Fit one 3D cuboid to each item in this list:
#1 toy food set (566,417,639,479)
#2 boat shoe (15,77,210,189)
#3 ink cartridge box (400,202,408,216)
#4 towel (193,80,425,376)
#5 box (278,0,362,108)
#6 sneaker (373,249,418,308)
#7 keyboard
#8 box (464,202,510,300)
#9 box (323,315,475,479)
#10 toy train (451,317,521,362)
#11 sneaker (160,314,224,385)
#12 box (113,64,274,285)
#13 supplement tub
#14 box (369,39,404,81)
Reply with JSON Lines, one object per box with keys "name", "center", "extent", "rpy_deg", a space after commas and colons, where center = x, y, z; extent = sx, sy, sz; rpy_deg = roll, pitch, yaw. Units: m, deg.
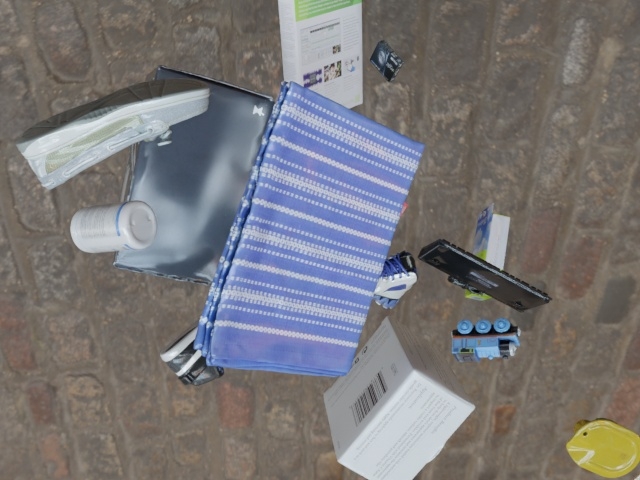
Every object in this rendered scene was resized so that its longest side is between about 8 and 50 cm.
{"name": "toy food set", "center": [0.664, 0.474, 1.449], "extent": [0.217, 0.071, 0.128], "rpy_deg": [27, 101, -11]}
{"name": "boat shoe", "center": [-0.329, -0.183, 1.036], "extent": [0.320, 0.118, 0.103], "rpy_deg": [-22, 123, -7]}
{"name": "ink cartridge box", "center": [0.191, -0.113, 1.946], "extent": [0.135, 0.056, 0.099], "rpy_deg": [39, 83, -28]}
{"name": "towel", "center": [-0.001, 0.004, 0.768], "extent": [0.243, 0.040, 0.336], "rpy_deg": [16, 93, -38]}
{"name": "box", "center": [0.008, -0.447, 1.463], "extent": [0.232, 0.058, 0.322], "rpy_deg": [-32, 133, -38]}
{"name": "sneaker", "center": [0.181, 0.094, 1.863], "extent": [0.315, 0.128, 0.182], "rpy_deg": [17, 131, -45]}
{"name": "keyboard", "center": [0.228, 0.052, 0.893], "extent": [0.180, 0.108, 0.023], "rpy_deg": [28, 68, -5]}
{"name": "box", "center": [0.333, 0.025, 1.245], "extent": [0.042, 0.109, 0.179], "rpy_deg": [12, 79, 0]}
{"name": "box", "center": [0.111, 0.245, 0.956], "extent": [0.119, 0.182, 0.181], "rpy_deg": [35, 101, -16]}
{"name": "toy train", "center": [0.437, 0.267, 1.658], "extent": [0.184, 0.105, 0.080], "rpy_deg": [-6, 146, 26]}
{"name": "sneaker", "center": [-0.218, 0.215, 1.311], "extent": [0.217, 0.079, 0.121], "rpy_deg": [-39, 106, -26]}
{"name": "box", "center": [-0.359, -0.182, 1.662], "extent": [0.297, 0.471, 0.481], "rpy_deg": [12, 97, -22]}
{"name": "supplement tub", "center": [-0.297, -0.019, 0.903], "extent": [0.107, 0.071, 0.071], "rpy_deg": [-3, 122, 26]}
{"name": "box", "center": [0.167, -0.454, 1.584], "extent": [0.018, 0.083, 0.067], "rpy_deg": [-30, 165, -31]}
